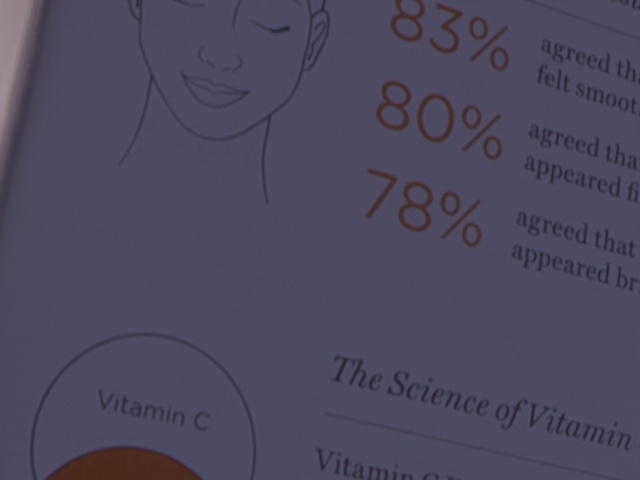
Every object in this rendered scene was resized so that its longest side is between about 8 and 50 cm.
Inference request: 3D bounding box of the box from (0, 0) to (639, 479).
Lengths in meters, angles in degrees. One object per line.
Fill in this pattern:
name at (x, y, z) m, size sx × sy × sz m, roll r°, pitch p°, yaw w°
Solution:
box at (0.000, 0.000, 0.455) m, size 0.168 × 0.215 × 0.345 m, roll -19°, pitch -122°, yaw 65°
